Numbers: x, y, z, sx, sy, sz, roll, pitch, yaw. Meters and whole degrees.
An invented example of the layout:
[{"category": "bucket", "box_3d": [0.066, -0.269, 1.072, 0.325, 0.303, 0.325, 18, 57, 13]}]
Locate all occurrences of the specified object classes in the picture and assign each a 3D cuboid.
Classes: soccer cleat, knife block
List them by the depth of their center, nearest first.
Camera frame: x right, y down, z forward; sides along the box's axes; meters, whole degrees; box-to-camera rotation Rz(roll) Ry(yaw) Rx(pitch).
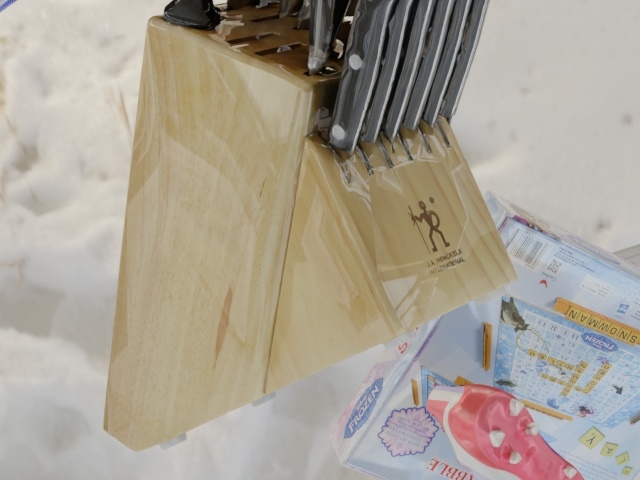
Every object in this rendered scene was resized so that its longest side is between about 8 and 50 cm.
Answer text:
[{"category": "knife block", "box_3d": [-0.031, -0.057, 0.658, 0.088, 0.276, 0.242, -19, 83, -46]}, {"category": "soccer cleat", "box_3d": [0.186, 0.222, 1.406, 0.095, 0.248, 0.083, 15, 59, 47]}]

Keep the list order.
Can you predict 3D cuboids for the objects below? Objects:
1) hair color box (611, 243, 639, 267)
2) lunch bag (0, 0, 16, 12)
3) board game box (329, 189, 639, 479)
[{"category": "hair color box", "box_3d": [0.448, 0.093, 1.848, 0.375, 0.113, 0.185, -15, 41, -36]}, {"category": "lunch bag", "box_3d": [-0.228, -0.318, 0.862, 0.239, 0.328, 0.385, 11, 55, -12]}, {"category": "board game box", "box_3d": [0.224, 0.150, 1.555, 0.319, 0.318, 0.066, 26, 16, -23]}]
